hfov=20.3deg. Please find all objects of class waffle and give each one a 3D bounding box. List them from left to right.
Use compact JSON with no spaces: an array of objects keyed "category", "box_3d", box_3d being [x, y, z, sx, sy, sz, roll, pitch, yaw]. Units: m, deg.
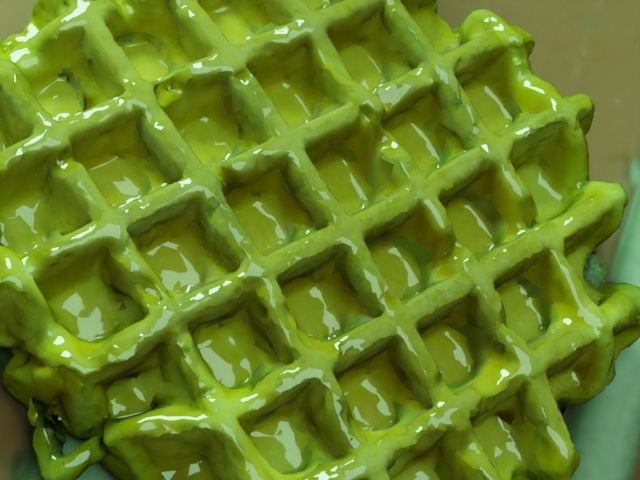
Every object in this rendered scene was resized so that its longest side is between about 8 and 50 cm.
[{"category":"waffle","box_3d":[-0.010,-0.005,0.752,0.329,0.062,0.329,7,68,-18]}]
